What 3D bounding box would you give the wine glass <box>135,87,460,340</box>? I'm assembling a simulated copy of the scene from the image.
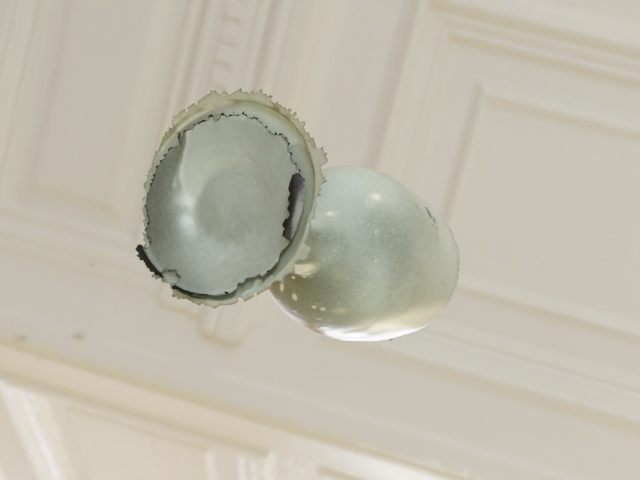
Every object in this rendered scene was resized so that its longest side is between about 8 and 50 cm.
[{"bbox_3d":[0.000,0.000,0.994,0.321,0.143,0.143,27,78,-64],"label":"wine glass"}]
